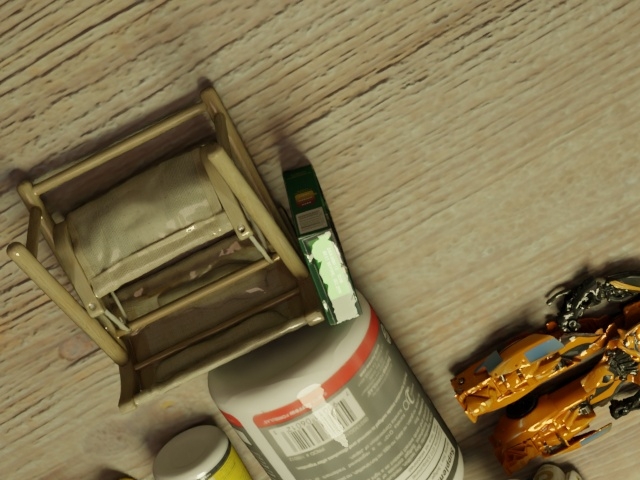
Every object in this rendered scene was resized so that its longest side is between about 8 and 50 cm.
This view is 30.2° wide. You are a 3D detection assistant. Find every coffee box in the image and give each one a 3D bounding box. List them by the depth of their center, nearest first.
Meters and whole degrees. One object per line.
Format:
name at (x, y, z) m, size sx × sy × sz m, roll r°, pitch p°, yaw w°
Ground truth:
coffee box at (0.000, 0.000, 1.300) m, size 0.040 × 0.184 × 0.113 m, roll -20°, pitch 115°, yaw 1°

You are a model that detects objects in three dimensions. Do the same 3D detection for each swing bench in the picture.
swing bench at (-0.166, 0.015, 1.308) m, size 0.253 × 0.165 × 0.255 m, roll -25°, pitch 121°, yaw 7°

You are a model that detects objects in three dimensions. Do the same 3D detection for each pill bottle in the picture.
pill bottle at (0.042, 0.244, 1.408) m, size 0.210 × 0.210 × 0.363 m, roll -28°, pitch 115°, yaw 9°
pill bottle at (-0.127, 0.331, 1.494) m, size 0.103 × 0.103 × 0.184 m, roll -23°, pitch 116°, yaw 6°

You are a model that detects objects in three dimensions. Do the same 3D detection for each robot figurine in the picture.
robot figurine at (0.322, 0.165, 1.464) m, size 0.291 × 0.085 × 0.211 m, roll -31°, pitch 116°, yaw 10°

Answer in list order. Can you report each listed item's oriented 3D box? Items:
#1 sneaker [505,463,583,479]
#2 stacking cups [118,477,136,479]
sneaker at (0.274, 0.344, 1.499) m, size 0.108 × 0.169 × 0.292 m, roll -20°, pitch 131°, yaw 19°
stacking cups at (-0.336, 0.438, 1.533) m, size 0.316 × 0.096 × 0.096 m, roll -42°, pitch 112°, yaw 15°
